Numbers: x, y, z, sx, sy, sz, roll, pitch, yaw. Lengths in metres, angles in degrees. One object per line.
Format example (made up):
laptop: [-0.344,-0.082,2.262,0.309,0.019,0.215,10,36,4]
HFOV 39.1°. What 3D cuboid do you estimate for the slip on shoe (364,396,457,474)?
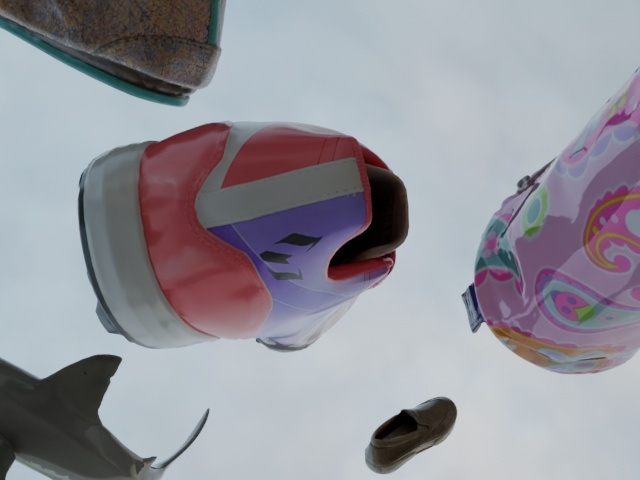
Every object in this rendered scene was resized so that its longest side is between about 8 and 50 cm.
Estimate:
slip on shoe: [0.099,0.198,0.965,0.135,0.051,0.041,-24,-56,-35]

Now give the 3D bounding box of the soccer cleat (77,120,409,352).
soccer cleat: [0.000,0.000,0.468,0.318,0.116,0.109,12,-113,-74]

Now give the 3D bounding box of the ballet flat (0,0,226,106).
ballet flat: [-0.184,-0.174,0.502,0.316,0.106,0.107,23,-165,12]

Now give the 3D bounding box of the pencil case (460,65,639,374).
pencil case: [0.172,-0.037,0.434,0.124,0.284,0.124,8,-122,-13]

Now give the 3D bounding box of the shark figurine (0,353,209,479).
shark figurine: [-0.180,0.142,0.715,0.278,0.166,0.116,37,-90,-37]
